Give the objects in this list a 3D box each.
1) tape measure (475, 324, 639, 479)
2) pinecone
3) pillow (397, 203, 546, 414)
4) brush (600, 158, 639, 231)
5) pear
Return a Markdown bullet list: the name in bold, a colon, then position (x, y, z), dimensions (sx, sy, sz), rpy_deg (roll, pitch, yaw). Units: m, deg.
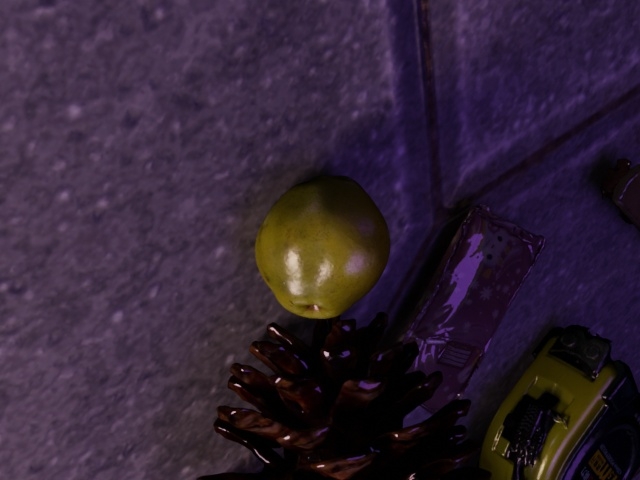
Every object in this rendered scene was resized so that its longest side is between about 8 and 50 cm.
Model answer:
- **tape measure**: position (0.230, 0.195, 1.136), dimensions (0.186, 0.112, 0.199), rpy_deg (-52, 136, -11)
- **pinecone**: position (0.011, 0.141, 0.814), dimensions (0.208, 0.208, 0.207), rpy_deg (-26, 134, -29)
- **pillow**: position (0.112, 0.061, 0.968), dimensions (0.118, 0.043, 0.185), rpy_deg (21, 100, -44)
- **brush**: position (0.312, -0.023, 1.111), dimensions (0.043, 0.036, 0.248), rpy_deg (-52, 148, 7)
- **pear**: position (0.000, 0.000, 0.780), dimensions (0.092, 0.092, 0.097), rpy_deg (52, 37, -51)
